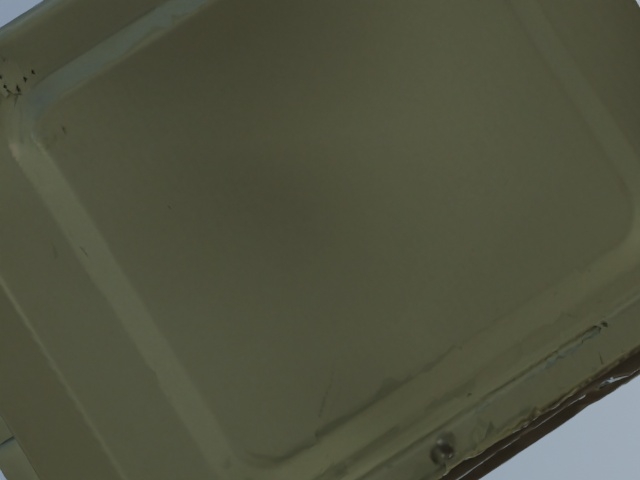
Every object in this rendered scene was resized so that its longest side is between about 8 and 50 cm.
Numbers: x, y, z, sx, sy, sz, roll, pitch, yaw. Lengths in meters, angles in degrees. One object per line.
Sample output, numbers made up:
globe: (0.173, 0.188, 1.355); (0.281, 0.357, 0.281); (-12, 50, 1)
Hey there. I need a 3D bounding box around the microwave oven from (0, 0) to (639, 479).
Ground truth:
microwave oven: (0.000, 0.000, 0.453); (0.162, 0.122, 0.208); (-32, -3, -3)
